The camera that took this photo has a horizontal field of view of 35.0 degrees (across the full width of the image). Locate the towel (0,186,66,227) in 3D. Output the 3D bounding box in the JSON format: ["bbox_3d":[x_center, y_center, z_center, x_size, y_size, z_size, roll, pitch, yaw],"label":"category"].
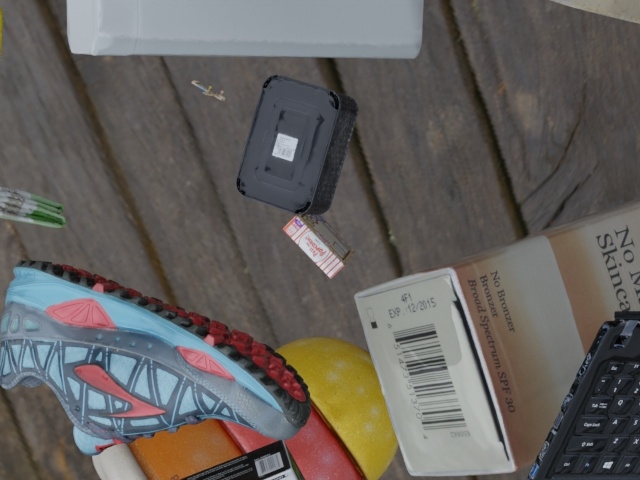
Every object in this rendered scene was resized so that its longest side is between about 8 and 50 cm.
[{"bbox_3d":[-0.229,-0.034,0.566,0.113,0.152,0.023,10,87,22],"label":"towel"}]

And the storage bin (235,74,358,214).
[{"bbox_3d":[-0.033,-0.135,1.454,0.122,0.084,0.180,19,97,19],"label":"storage bin"}]

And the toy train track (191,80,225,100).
[{"bbox_3d":[-0.196,-0.267,1.782,0.083,0.048,0.014,33,110,35],"label":"toy train track"}]

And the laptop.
[{"bbox_3d":[0.256,0.111,0.512,0.234,0.137,0.264,6,120,-20],"label":"laptop"}]

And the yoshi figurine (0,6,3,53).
[{"bbox_3d":[-0.409,-0.161,0.693,0.362,0.203,0.203,2,114,-21],"label":"yoshi figurine"}]

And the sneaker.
[{"bbox_3d":[-0.130,0.108,0.760,0.261,0.104,0.125,19,90,23],"label":"sneaker"}]

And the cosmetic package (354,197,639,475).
[{"bbox_3d":[0.193,0.063,0.795,0.129,0.296,0.153,-21,87,56],"label":"cosmetic package"}]

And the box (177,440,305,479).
[{"bbox_3d":[-0.112,0.267,0.961,0.206,0.036,0.114,-21,136,0],"label":"box"}]

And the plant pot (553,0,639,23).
[{"bbox_3d":[0.087,-0.237,0.423,0.284,0.284,0.191,28,119,9],"label":"plant pot"}]

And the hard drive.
[{"bbox_3d":[-0.037,-0.233,0.721,0.040,0.307,0.203,13,106,45],"label":"hard drive"}]

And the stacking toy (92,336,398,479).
[{"bbox_3d":[-0.011,0.246,1.292,0.479,0.350,0.351,-34,100,-10],"label":"stacking toy"}]

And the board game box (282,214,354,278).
[{"bbox_3d":[0.000,0.000,2.193,0.045,0.193,0.147,-44,89,12],"label":"board game box"}]
